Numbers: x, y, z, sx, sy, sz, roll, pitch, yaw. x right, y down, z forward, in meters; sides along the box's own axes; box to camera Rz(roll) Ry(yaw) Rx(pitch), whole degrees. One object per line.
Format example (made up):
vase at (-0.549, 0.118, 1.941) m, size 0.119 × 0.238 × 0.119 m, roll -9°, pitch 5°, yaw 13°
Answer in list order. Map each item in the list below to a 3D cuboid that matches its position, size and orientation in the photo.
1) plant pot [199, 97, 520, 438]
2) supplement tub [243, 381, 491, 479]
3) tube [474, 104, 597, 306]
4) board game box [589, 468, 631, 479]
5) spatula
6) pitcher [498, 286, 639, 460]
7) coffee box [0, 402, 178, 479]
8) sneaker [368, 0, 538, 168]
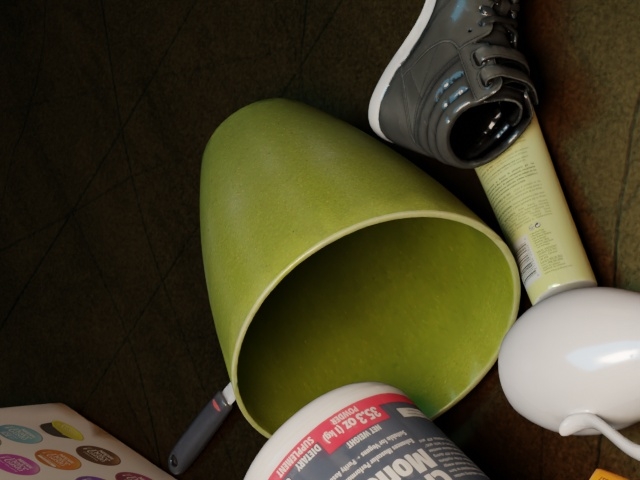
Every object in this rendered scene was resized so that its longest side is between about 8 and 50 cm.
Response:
plant pot at (0.000, 0.000, 1.522) m, size 0.275 × 0.275 × 0.293 m, roll -56°, pitch 39°, yaw 22°
supplement tub at (0.076, 0.266, 1.355) m, size 0.272 × 0.191 × 0.191 m, roll 43°, pitch 113°, yaw 33°
tube at (0.185, -0.052, 1.482) m, size 0.070 × 0.062 × 0.240 m, roll -16°, pitch 64°, yaw -6°
board game box at (0.305, 0.431, 1.076) m, size 0.356 × 0.356 × 0.356 m, roll 20°, pitch 71°, yaw 39°
spatula at (-0.080, 0.150, 1.698) m, size 0.296 × 0.030 × 0.084 m, roll -48°, pitch 58°, yaw 27°
pitcher at (0.244, 0.115, 1.345) m, size 0.207 × 0.125 × 0.178 m, roll -15°, pitch 36°, yaw 44°
coffee box at (-0.328, 0.397, 1.688) m, size 0.338 × 0.334 × 0.338 m, roll 27°, pitch 106°, yaw 36°
sneaker at (0.160, -0.194, 1.456) m, size 0.147 × 0.104 × 0.295 m, roll 42°, pitch 112°, yaw 47°
